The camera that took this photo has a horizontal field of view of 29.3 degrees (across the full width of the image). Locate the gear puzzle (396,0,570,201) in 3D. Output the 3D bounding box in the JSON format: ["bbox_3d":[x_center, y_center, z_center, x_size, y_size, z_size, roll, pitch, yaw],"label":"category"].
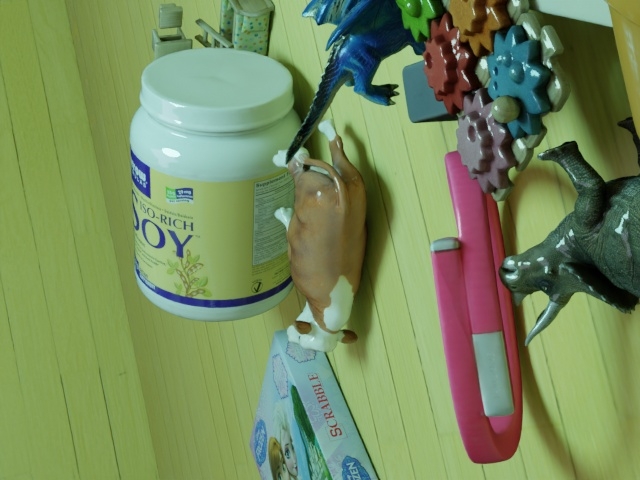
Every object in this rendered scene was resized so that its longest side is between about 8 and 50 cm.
[{"bbox_3d":[0.098,-0.209,1.009,0.175,0.044,0.339,112,143,-58],"label":"gear puzzle"}]

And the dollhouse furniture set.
[{"bbox_3d":[-0.155,-0.331,1.752,0.101,0.161,0.182,-119,26,-42],"label":"dollhouse furniture set"}]

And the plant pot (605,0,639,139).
[{"bbox_3d":[0.252,-0.139,0.710,0.188,0.205,0.205,78,168,-47],"label":"plant pot"}]

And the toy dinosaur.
[{"bbox_3d":[0.251,-0.008,0.906,0.313,0.121,0.160,1,112,65],"label":"toy dinosaur"}]

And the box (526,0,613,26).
[{"bbox_3d":[0.194,-0.236,0.939,0.275,0.094,0.113,-141,45,-61],"label":"box"}]

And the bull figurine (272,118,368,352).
[{"bbox_3d":[0.000,0.000,1.567,0.310,0.101,0.188,101,153,-45],"label":"bull figurine"}]

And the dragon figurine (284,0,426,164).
[{"bbox_3d":[0.041,-0.213,1.215,0.144,0.289,0.085,47,-171,-41],"label":"dragon figurine"}]

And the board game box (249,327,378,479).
[{"bbox_3d":[-0.013,0.344,1.810,0.318,0.066,0.318,104,150,-47],"label":"board game box"}]

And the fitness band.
[{"bbox_3d":[0.146,0.061,1.125,0.209,0.054,0.290,-39,-58,-76],"label":"fitness band"}]

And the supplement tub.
[{"bbox_3d":[-0.145,-0.079,1.723,0.241,0.241,0.331,-127,33,-52],"label":"supplement tub"}]

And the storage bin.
[{"bbox_3d":[0.138,-0.152,1.135,0.135,0.091,0.098,177,84,-69],"label":"storage bin"}]
